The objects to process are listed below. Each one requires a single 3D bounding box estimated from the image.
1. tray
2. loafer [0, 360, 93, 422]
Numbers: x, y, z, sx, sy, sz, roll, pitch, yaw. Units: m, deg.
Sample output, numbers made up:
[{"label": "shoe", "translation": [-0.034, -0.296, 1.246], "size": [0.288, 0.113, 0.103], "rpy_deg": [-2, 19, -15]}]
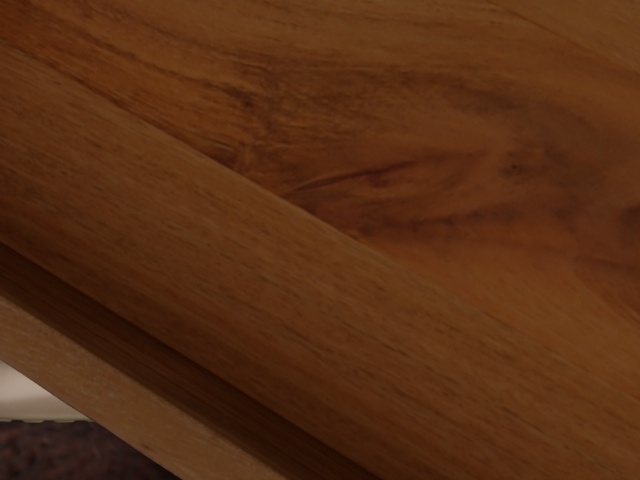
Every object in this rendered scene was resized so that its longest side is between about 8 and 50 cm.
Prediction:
[{"label": "tray", "translation": [0.053, -0.016, 0.437], "size": [0.203, 0.411, 0.076], "rpy_deg": [-62, 158, 5]}, {"label": "loafer", "translation": [0.000, 0.000, 0.592], "size": [0.268, 0.102, 0.092], "rpy_deg": [-4, 120, -24]}]
